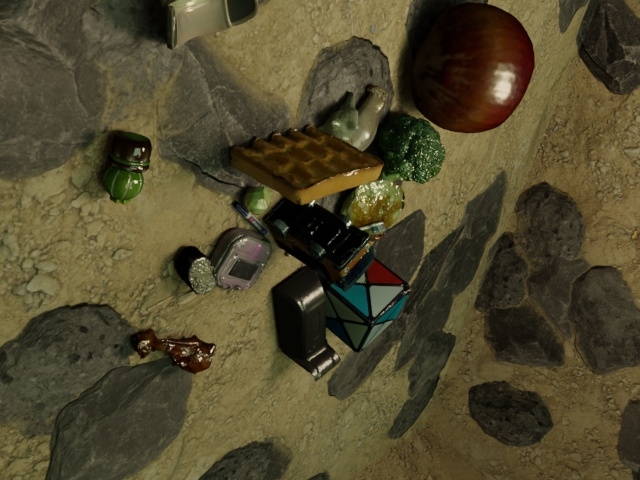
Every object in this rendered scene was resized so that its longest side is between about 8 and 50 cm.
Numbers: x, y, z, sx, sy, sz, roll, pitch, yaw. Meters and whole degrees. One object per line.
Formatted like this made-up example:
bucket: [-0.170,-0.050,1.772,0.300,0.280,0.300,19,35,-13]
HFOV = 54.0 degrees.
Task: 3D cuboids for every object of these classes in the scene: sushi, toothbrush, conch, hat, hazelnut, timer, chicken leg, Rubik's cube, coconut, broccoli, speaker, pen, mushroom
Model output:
sushi: [-0.350,0.085,1.763,0.090,0.078,0.150,-38,144,-19]
toothbrush: [0.055,-0.007,2.180,0.386,0.040,0.040,-15,131,-21]
conch: [0.056,-0.341,1.921,0.114,0.137,0.234,5,105,-27]
hat: [-0.256,-0.526,1.330,0.232,0.161,0.275,-28,162,-22]
hazelnut: [0.519,-0.567,2.119,0.402,0.402,0.429,-18,136,-46]
timer: [-0.241,0.061,1.901,0.208,0.069,0.190,18,104,-58]
chicken leg: [-0.434,0.318,1.849,0.304,0.093,0.113,32,72,-50]
Rubik's cube: [0.151,0.229,2.354,0.248,0.250,0.246,-40,160,-31]
coconut: [-0.187,-0.115,1.821,0.082,0.081,0.083,-72,158,-63]
broccoli: [0.299,-0.305,2.204,0.270,0.270,0.270,-24,165,-42]
speaker: [-0.039,0.301,2.264,0.180,0.184,0.388,-35,140,-32]
pen: [-0.206,-0.062,1.884,0.025,0.025,0.204,-54,147,-7]
mushroom: [0.151,-0.390,2.032,0.116,0.093,0.225,39,89,-37]

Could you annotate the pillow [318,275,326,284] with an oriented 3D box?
pillow: [0.051,0.128,2.377,0.217,0.033,0.130,-36,148,-32]

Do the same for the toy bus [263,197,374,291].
toy bus: [0.000,0.000,1.939,0.162,0.323,0.194,-47,149,-18]

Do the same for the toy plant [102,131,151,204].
toy plant: [-0.440,-0.160,1.426,0.093,0.093,0.162,-4,119,-52]

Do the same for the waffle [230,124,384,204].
waffle: [-0.037,-0.214,1.732,0.348,0.304,0.077,-22,133,-41]

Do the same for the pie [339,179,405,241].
pie: [0.187,-0.114,2.269,0.274,0.105,0.257,12,125,-46]
